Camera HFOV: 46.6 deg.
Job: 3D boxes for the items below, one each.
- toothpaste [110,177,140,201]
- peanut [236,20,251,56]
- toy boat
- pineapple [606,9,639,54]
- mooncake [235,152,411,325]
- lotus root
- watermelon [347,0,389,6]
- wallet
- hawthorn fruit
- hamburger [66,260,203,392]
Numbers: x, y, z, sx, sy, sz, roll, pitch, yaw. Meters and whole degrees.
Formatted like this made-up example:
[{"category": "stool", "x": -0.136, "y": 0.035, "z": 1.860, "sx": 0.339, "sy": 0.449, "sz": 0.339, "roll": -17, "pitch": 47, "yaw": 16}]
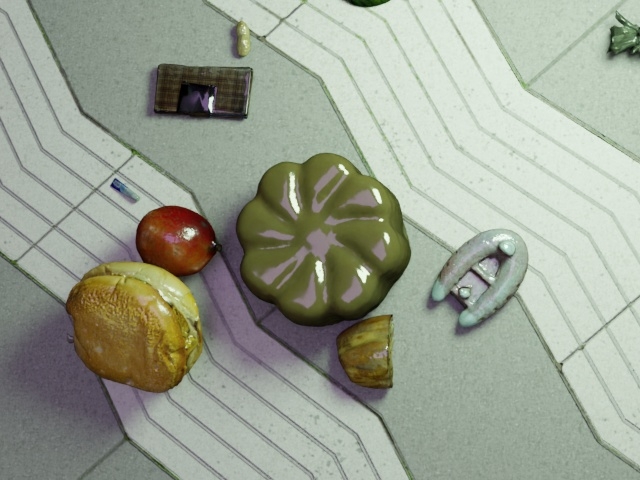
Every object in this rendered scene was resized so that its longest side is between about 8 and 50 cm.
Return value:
[{"category": "toothpaste", "x": -0.461, "y": -0.119, "z": 1.755, "sx": 0.083, "sy": 0.015, "sz": 0.024, "roll": 32, "pitch": 91, "yaw": 15}, {"category": "peanut", "x": -0.181, "y": -0.472, "z": 1.737, "sx": 0.037, "sy": 0.037, "sz": 0.083, "roll": -9, "pitch": 87, "yaw": 7}, {"category": "toy boat", "x": 0.347, "y": 0.072, "z": 1.584, "sx": 0.155, "sy": 0.085, "sz": 0.227, "roll": 44, "pitch": 92, "yaw": 11}, {"category": "pineapple", "x": 0.736, "y": -0.419, "z": 1.561, "sx": 0.248, "sy": 0.128, "sz": 0.128, "roll": 11, "pitch": 86, "yaw": 14}, {"category": "mooncake", "x": 0.000, "y": 0.000, "z": 1.583, "sx": 0.378, "sy": 0.201, "sz": 0.378, "roll": -1, "pitch": 84, "yaw": 8}, {"category": "lotus root", "x": 0.103, "y": 0.245, "z": 1.601, "sx": 0.135, "sy": 0.095, "sz": 0.159, "roll": -14, "pitch": 77, "yaw": 10}, {"category": "watermelon", "x": 0.132, "y": -0.584, "z": 1.704, "sx": 0.181, "sy": 0.075, "sz": 0.092, "roll": -26, "pitch": 38, "yaw": 4}, {"category": "wallet", "x": -0.274, "y": -0.350, "z": 1.736, "sx": 0.230, "sy": 0.042, "sz": 0.124, "roll": 4, "pitch": 83, "yaw": 7}, {"category": "hawthorn fruit", "x": -0.309, "y": 0.006, "z": 1.641, "sx": 0.188, "sy": 0.169, "sz": 0.169, "roll": 17, "pitch": 87, "yaw": 21}, {"category": "hamburger", "x": -0.407, "y": 0.188, "z": 1.606, "sx": 0.314, "sy": 0.170, "sz": 0.290, "roll": 11, "pitch": 116, "yaw": 16}]
